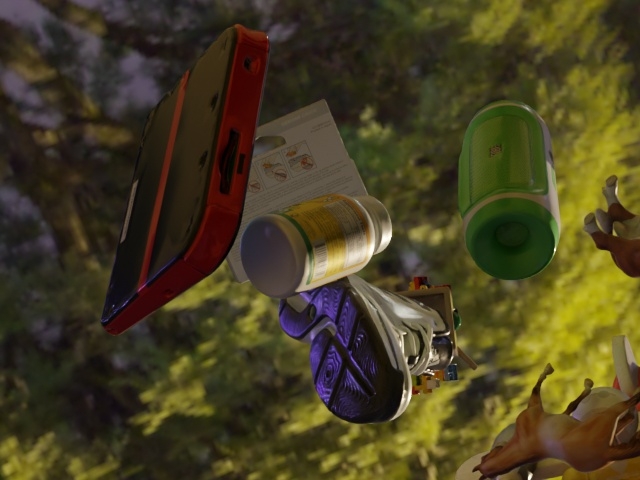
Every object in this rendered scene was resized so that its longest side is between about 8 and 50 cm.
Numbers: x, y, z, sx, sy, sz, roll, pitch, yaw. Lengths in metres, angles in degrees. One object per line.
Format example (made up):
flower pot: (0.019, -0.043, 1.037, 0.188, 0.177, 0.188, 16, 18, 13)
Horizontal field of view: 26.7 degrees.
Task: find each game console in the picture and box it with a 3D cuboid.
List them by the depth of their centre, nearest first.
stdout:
game console: (-0.189, -0.086, 1.883, 0.342, 0.060, 0.387, -38, -143, 51)

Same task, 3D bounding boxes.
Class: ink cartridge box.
ink cartridge box: (-0.070, -0.086, 2.383, 0.275, 0.239, 0.060, -24, -178, -6)

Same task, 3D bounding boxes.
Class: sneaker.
sneaker: (0.114, 0.152, 2.036, 0.257, 0.169, 0.447, 13, -165, -20)

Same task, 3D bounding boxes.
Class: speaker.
speaker: (0.254, -0.074, 1.823, 0.131, 0.131, 0.296, -14, -149, 15)

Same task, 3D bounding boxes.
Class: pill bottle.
pill bottle: (0.000, 0.000, 1.848, 0.117, 0.118, 0.208, 2, -165, 43)

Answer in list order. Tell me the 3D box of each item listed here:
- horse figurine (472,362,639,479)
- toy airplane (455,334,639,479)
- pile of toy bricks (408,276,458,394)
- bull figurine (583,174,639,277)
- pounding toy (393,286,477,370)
horse figurine: (0.317, 0.228, 1.652, 0.263, 0.066, 0.174, 1, -139, 50)
toy airplane: (0.418, 0.272, 1.822, 0.386, 0.272, 0.384, -45, -141, -12)
pile of toy bricks: (0.184, 0.177, 2.497, 0.105, 0.212, 0.118, -11, 172, 37)
bull figurine: (0.555, -0.055, 2.060, 0.310, 0.188, 0.101, -40, -157, 28)
pounding toy: (0.191, 0.157, 2.313, 0.141, 0.130, 0.100, -7, 163, 7)
